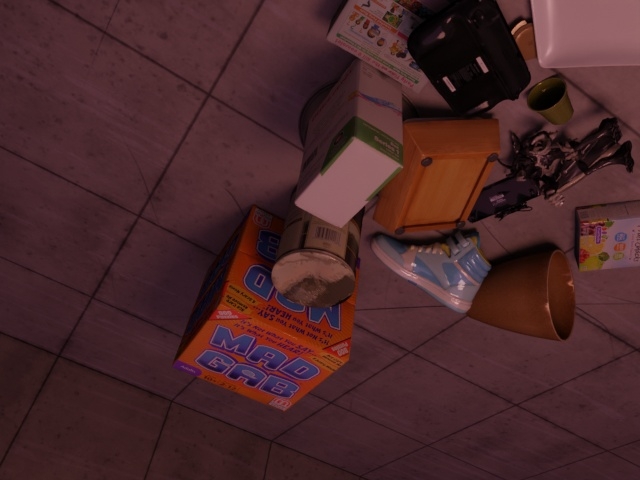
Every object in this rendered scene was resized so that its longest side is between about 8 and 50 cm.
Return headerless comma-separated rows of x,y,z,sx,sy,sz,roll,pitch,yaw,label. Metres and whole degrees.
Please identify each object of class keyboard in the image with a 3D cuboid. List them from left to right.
0.448,-0.101,1.407,0.192,0.038,0.100,-24,103,32,keyboard

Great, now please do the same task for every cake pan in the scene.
0.089,-0.237,1.310,0.294,0.054,0.293,6,136,5,cake pan

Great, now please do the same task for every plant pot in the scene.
0.526,0.152,1.527,0.255,0.237,0.237,-7,136,40,plant pot
0.489,-0.283,1.179,0.083,0.083,0.079,-28,137,33,plant pot

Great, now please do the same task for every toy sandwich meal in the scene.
0.406,-0.395,1.109,0.086,0.029,0.085,-2,134,-3,toy sandwich meal

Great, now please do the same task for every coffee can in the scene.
0.000,0.000,1.410,0.202,0.275,0.201,6,136,6,coffee can

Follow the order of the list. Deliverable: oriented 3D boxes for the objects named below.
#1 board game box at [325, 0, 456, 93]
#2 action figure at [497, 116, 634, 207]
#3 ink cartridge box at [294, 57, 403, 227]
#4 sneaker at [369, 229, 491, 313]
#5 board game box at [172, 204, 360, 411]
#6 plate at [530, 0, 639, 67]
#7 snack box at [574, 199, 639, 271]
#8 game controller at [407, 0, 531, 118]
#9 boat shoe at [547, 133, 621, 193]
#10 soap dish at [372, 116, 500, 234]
0.181,-0.455,1.040,0.224,0.097,0.303,26,133,-16,board game box
0.506,-0.171,1.216,0.276,0.141,0.164,-15,114,42,action figure
0.060,-0.198,1.118,0.117,0.278,0.201,27,134,-20,ink cartridge box
0.308,0.028,1.511,0.319,0.127,0.208,33,106,6,sneaker
-0.144,0.197,1.582,0.356,0.356,0.356,27,134,-16,board game box
0.494,-0.429,0.954,0.277,0.045,0.278,15,142,44,plate
0.750,-0.012,1.404,0.207,0.070,0.174,-8,133,16,snack box
0.290,-0.339,1.076,0.167,0.067,0.319,-19,154,28,game controller
0.587,-0.172,1.294,0.065,0.075,0.206,57,140,14,boat shoe
0.263,-0.140,1.284,0.229,0.118,0.290,-5,140,-16,soap dish
